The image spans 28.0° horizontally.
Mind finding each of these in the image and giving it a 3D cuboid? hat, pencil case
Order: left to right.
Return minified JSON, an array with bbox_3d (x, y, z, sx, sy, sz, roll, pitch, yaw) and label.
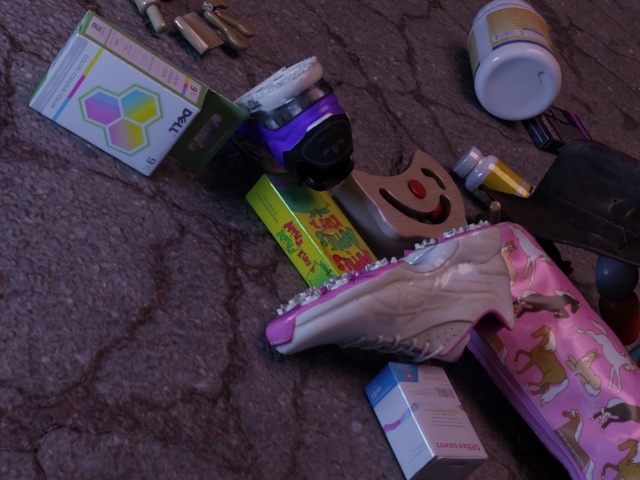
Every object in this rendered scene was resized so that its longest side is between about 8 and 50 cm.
[{"bbox_3d":[0.284,0.164,1.513,0.386,0.167,0.160,52,4,17],"label":"pencil case"},{"bbox_3d":[0.384,-0.055,1.711,0.331,0.134,0.331,21,13,-5],"label":"hat"}]

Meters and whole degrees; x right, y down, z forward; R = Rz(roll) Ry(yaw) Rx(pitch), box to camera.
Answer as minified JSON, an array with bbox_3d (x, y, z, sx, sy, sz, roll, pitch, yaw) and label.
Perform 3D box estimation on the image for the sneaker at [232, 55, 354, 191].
[{"bbox_3d":[-0.030,-0.122,1.504,0.146,0.102,0.293,56,-7,-9],"label":"sneaker"}]

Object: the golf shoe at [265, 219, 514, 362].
[{"bbox_3d":[0.089,0.081,1.386,0.306,0.115,0.140,-20,90,-26],"label":"golf shoe"}]

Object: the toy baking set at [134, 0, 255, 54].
[{"bbox_3d":[-0.189,-0.335,1.735,0.196,0.030,0.256,5,47,-50],"label":"toy baking set"}]

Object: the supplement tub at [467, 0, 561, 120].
[{"bbox_3d":[0.326,-0.311,2.179,0.144,0.144,0.200,29,33,-21],"label":"supplement tub"}]

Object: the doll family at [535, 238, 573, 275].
[{"bbox_3d":[0.290,0.042,1.753,0.111,0.076,0.193,53,21,-21],"label":"doll family"}]

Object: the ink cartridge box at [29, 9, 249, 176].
[{"bbox_3d":[-0.196,-0.144,1.398,0.209,0.109,0.062,32,32,-18],"label":"ink cartridge box"}]

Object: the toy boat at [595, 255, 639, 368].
[{"bbox_3d":[0.460,0.140,1.702,0.318,0.267,0.148,-127,-163,-54],"label":"toy boat"}]

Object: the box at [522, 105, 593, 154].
[{"bbox_3d":[0.416,-0.192,2.247,0.162,0.029,0.116,14,39,-41],"label":"box"}]

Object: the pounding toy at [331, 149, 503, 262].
[{"bbox_3d":[0.133,-0.058,1.620,0.269,0.155,0.154,6,50,-46],"label":"pounding toy"}]

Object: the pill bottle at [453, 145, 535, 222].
[{"bbox_3d":[0.254,-0.084,1.884,0.116,0.065,0.065,39,30,-6],"label":"pill bottle"}]

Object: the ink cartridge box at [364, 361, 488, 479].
[{"bbox_3d":[0.113,0.196,1.377,0.088,0.052,0.122,10,41,-42],"label":"ink cartridge box"}]

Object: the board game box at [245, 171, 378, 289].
[{"bbox_3d":[0.000,0.000,1.505,0.092,0.043,0.181,-8,57,-53],"label":"board game box"}]
